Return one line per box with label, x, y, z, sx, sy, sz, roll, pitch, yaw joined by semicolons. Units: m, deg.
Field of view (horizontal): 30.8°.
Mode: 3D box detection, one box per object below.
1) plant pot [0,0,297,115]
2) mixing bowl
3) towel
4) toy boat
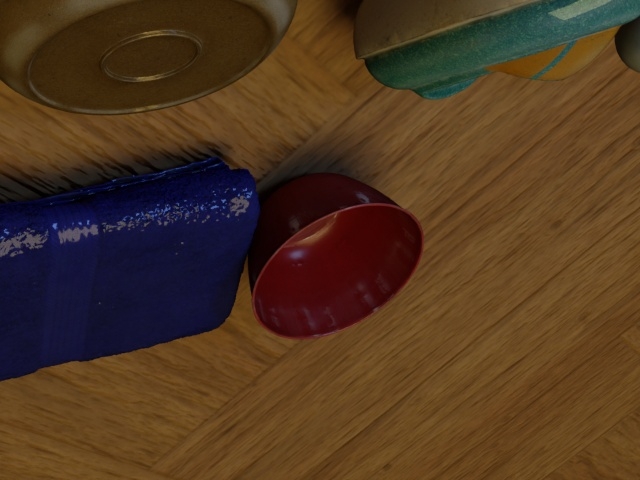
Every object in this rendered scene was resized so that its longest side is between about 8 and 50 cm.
plant pot;-0.127;-0.146;0.856;0.236;0.032;0.236;-13;164;-4
mixing bowl;0.000;0.000;1.136;0.181;0.098;0.181;-18;142;-15
towel;-0.218;0.029;1.049;0.308;0.076;0.228;-11;145;-25
toy boat;0.201;-0.189;0.970;0.318;0.148;0.267;-21;-173;-40
